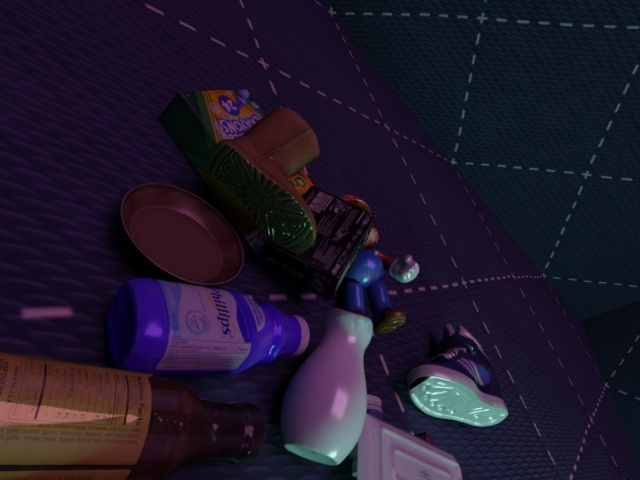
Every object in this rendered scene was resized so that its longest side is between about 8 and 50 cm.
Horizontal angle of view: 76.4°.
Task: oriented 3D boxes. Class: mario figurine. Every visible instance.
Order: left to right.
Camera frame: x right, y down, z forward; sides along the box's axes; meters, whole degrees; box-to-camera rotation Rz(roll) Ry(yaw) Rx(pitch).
[{"bbox_3d":[0.084,0.029,0.876,0.198,0.170,0.320,18,50,-42],"label":"mario figurine"}]

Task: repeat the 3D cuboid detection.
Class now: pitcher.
[{"bbox_3d":[0.016,0.241,0.653,0.125,0.177,0.207,13,53,11],"label":"pitcher"}]

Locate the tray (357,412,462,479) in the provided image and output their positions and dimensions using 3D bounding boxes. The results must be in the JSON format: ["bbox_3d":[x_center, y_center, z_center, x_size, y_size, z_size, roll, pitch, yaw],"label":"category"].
[{"bbox_3d":[0.160,0.386,0.660,0.270,0.030,0.145,36,39,-27],"label":"tray"}]

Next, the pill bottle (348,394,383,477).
[{"bbox_3d":[0.076,0.332,0.691,0.067,0.067,0.120,34,38,-30],"label":"pill bottle"}]

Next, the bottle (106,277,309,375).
[{"bbox_3d":[-0.135,0.125,0.566,0.283,0.092,0.118,18,30,-44],"label":"bottle"}]

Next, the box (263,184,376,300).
[{"bbox_3d":[0.000,0.000,0.775,0.147,0.077,0.180,26,51,11],"label":"box"}]

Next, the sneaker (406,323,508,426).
[{"bbox_3d":[0.304,0.294,0.986,0.323,0.130,0.236,30,31,-27],"label":"sneaker"}]

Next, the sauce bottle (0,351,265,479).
[{"bbox_3d":[-0.211,0.188,0.409,0.344,0.111,0.111,28,42,-39],"label":"sauce bottle"}]

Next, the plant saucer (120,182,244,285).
[{"bbox_3d":[-0.209,-0.004,0.619,0.198,0.036,0.198,34,27,-21],"label":"plant saucer"}]

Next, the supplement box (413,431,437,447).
[{"bbox_3d":[0.184,0.415,0.772,0.043,0.055,0.083,51,34,-10],"label":"supplement box"}]

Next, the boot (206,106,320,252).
[{"bbox_3d":[-0.054,-0.131,0.755,0.236,0.089,0.269,50,32,-9],"label":"boot"}]

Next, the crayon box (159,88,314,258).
[{"bbox_3d":[-0.137,-0.147,0.818,0.323,0.083,0.203,55,33,-2],"label":"crayon box"}]
